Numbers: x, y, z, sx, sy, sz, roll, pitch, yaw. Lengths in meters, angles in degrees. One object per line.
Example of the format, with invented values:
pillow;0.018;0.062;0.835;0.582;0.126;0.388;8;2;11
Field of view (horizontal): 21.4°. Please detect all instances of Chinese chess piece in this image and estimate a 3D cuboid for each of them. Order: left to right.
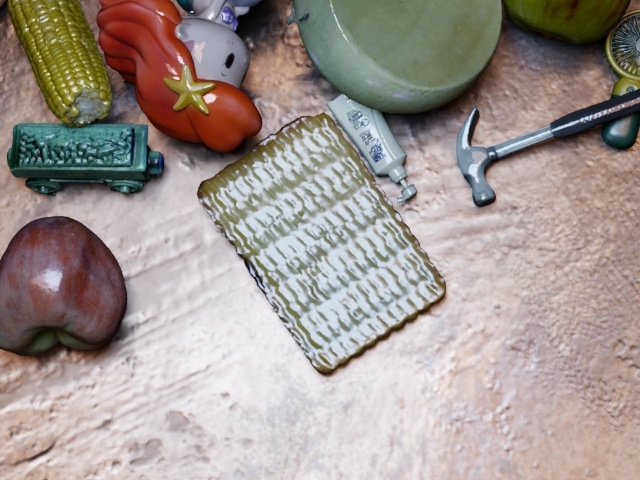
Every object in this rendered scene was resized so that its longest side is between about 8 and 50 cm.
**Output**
Chinese chess piece;0.080;-0.249;1.796;0.237;0.092;0.238;6;77;-26

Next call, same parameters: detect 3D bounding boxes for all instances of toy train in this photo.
toy train;-0.256;-0.091;1.816;0.172;0.099;0.070;1;76;4

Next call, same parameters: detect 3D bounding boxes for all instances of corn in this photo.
corn;-0.280;-0.210;1.822;0.080;0.080;0.238;-27;50;-3

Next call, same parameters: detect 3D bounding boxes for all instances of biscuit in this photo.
biscuit;0.000;0.000;1.818;0.172;0.029;0.254;-33;78;-4

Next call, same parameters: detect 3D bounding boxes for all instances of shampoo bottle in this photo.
shampoo bottle;0.063;-0.105;1.837;0.049;0.034;0.141;-31;79;-10

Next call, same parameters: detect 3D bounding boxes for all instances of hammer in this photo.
hammer;0.262;-0.127;1.812;0.246;0.029;0.103;-22;75;10

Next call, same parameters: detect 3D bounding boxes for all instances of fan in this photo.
fan;0.338;-0.173;1.836;0.082;0.039;0.155;17;83;7

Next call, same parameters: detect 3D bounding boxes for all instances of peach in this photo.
peach;-0.277;0.047;1.777;0.152;0.152;0.152;-1;77;3

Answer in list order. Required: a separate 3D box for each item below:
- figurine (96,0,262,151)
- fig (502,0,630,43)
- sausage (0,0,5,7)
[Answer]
figurine;-0.134;-0.229;1.809;0.208;0.181;0.257;23;74;-11
fig;0.273;-0.301;1.800;0.147;0.142;0.186;13;109;0
sausage;-0.388;-0.255;1.888;0.040;0.047;0.177;34;80;26
